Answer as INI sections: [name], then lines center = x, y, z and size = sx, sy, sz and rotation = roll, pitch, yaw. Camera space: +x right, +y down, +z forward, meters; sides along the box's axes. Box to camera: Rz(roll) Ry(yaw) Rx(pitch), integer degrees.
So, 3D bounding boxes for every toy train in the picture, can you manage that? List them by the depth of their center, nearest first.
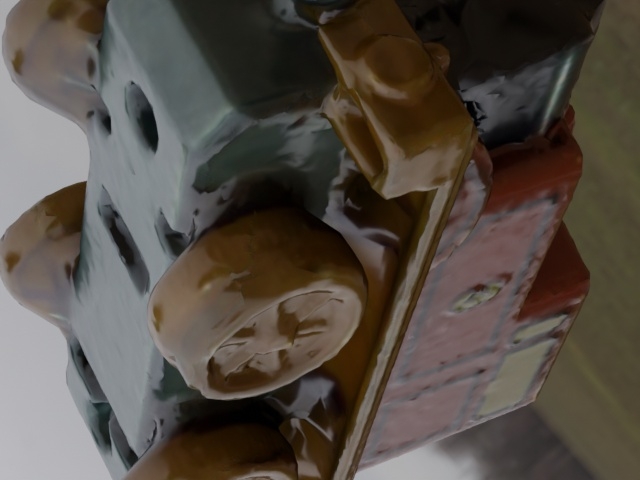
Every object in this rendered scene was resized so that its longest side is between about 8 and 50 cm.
[toy train]
center = 0.000, 0.000, 0.798
size = 0.163, 0.232, 0.369
rotation = 58, 154, 27
